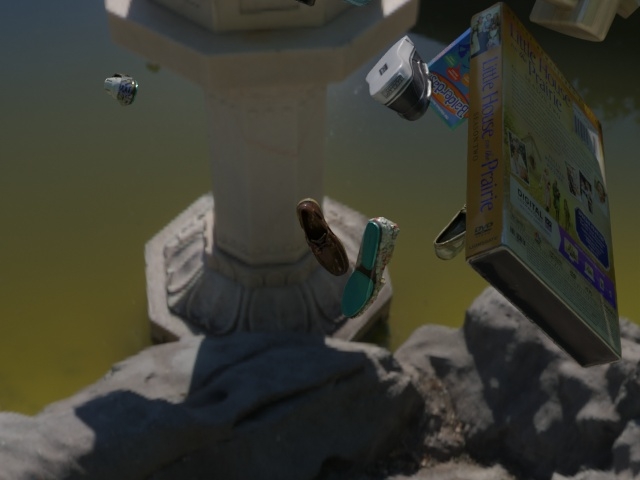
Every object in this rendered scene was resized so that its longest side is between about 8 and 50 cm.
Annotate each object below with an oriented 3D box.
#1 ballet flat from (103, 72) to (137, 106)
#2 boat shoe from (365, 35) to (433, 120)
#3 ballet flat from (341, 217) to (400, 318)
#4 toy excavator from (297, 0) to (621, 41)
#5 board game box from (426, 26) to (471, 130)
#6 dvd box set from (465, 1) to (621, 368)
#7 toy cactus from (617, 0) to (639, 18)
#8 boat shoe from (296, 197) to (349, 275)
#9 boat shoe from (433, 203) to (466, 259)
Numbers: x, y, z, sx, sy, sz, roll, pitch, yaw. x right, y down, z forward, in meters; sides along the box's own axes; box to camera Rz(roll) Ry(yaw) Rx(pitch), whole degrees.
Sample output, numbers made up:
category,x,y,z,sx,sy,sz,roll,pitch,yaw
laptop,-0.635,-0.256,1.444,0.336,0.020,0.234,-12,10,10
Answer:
category,x,y,z,sx,sy,sz,roll,pitch,yaw
ballet flat,-0.267,-0.201,1.199,0.041,0.041,0.114,-12,17,-13
boat shoe,0.154,-0.287,1.633,0.102,0.108,0.301,41,17,-13
ballet flat,0.115,0.062,1.930,0.077,0.240,0.091,-3,31,-40
toy excavator,0.074,-0.361,1.058,0.433,0.222,0.445,12,16,-39
board game box,0.340,-0.385,2.131,0.160,0.210,0.047,45,20,-15
dvd box set,0.302,-0.079,1.227,0.062,0.308,0.420,-21,47,35
toy cactus,0.436,-0.431,1.420,0.180,0.112,0.219,46,17,1
boat shoe,0.000,0.000,1.848,0.064,0.178,0.060,-26,12,12
boat shoe,0.266,-0.030,1.671,0.153,0.048,0.056,-42,53,-12
